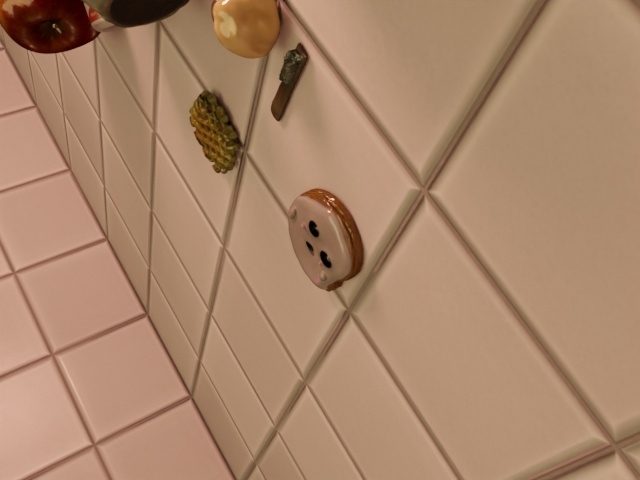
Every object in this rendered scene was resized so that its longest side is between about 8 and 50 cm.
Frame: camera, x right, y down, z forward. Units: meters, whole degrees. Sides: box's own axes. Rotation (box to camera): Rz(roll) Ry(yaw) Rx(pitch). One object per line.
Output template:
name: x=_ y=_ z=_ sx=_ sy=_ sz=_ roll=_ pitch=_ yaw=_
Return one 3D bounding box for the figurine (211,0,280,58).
figurine: x=-0.130 y=-0.366 z=1.138 sx=0.196 sy=0.108 sz=0.114 roll=-123 pitch=32 yaw=-60

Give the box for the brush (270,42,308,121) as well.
brush: x=-0.061 y=-0.257 z=1.155 sx=0.034 sy=0.028 sz=0.190 roll=62 pitch=155 yaw=12

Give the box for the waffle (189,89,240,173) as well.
waffle: x=-0.227 y=-0.229 z=1.482 sx=0.169 sy=0.036 sz=0.183 roll=63 pitch=156 yaw=0

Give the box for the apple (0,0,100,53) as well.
apple: x=-0.688 y=-0.630 z=1.758 sx=0.288 sy=0.288 sz=0.316 roll=117 pitch=137 yaw=-58

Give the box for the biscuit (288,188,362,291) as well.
biscuit: x=0.000 y=0.000 z=1.231 sx=0.181 sy=0.049 sz=0.208 roll=64 pitch=156 yaw=4

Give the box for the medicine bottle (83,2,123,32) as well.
medicine bottle: x=-0.449 y=-0.599 z=1.456 sx=0.157 sy=0.157 sz=0.288 roll=10 pitch=120 yaw=60

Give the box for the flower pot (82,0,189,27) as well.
flower pot: x=-0.340 y=-0.510 z=1.237 sx=0.195 sy=0.246 sz=0.246 roll=63 pitch=154 yaw=7
